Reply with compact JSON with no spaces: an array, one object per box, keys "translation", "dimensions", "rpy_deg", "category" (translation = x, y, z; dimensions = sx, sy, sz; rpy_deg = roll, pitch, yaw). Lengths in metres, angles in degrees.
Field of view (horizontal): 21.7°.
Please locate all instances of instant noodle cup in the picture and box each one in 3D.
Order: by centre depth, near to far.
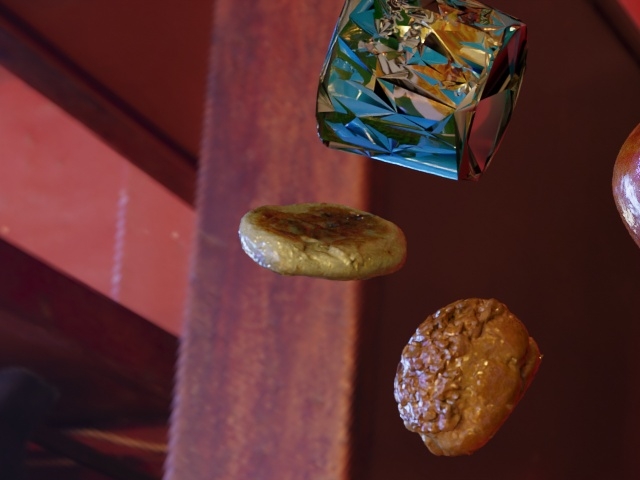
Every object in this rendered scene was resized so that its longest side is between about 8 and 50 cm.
[{"translation":[0.119,-0.183,1.864],"dimensions":[0.178,0.240,0.240],"rpy_deg":[20,79,17],"category":"instant noodle cup"}]

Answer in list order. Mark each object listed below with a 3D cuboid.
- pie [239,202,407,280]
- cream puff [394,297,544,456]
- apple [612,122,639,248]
[{"translation":[0.000,0.000,0.794],"dimensions":[0.085,0.085,0.017],"rpy_deg":[24,114,36],"category":"pie"},{"translation":[0.120,0.110,1.422],"dimensions":[0.144,0.103,0.126],"rpy_deg":[-52,8,-30],"category":"cream puff"},{"translation":[0.361,-0.038,1.523],"dimensions":[0.173,0.195,0.160],"rpy_deg":[-157,73,-67],"category":"apple"}]
